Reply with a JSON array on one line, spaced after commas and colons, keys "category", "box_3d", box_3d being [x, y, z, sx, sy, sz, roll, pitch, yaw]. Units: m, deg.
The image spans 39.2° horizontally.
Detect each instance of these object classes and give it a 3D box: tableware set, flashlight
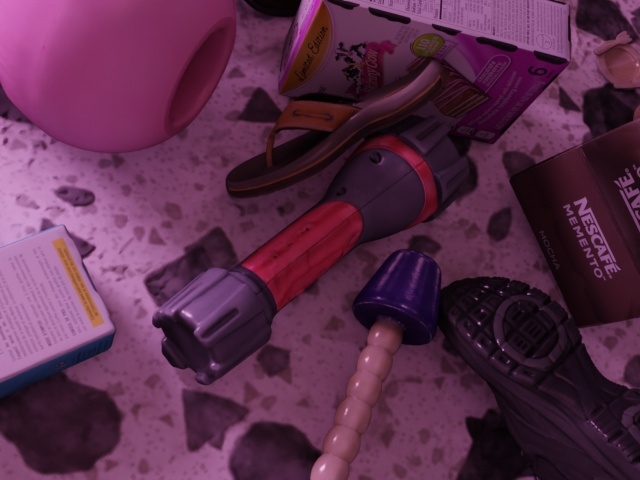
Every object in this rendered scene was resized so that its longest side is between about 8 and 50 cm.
[{"category": "tableware set", "box_3d": [0.390, -0.167, 1.011, 0.141, 0.020, 0.168, -12, 73, -22]}, {"category": "flashlight", "box_3d": [0.000, 0.000, 0.768, 0.103, 0.103, 0.304, 25, 50, 37]}]

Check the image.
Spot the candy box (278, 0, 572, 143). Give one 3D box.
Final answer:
[{"category": "candy box", "box_3d": [0.093, -0.178, 0.844, 0.234, 0.159, 0.071, 12, 65, -12]}]

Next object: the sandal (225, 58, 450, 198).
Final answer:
[{"category": "sandal", "box_3d": [0.008, -0.108, 0.791, 0.219, 0.090, 0.060, -28, 109, 12]}]

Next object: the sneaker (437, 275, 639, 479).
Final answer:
[{"category": "sneaker", "box_3d": [0.199, 0.147, 0.777, 0.109, 0.130, 0.286, -24, 55, -34]}]

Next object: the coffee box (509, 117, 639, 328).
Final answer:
[{"category": "coffee box", "box_3d": [0.359, -0.050, 0.887, 0.297, 0.119, 0.168, -24, 88, -24]}]

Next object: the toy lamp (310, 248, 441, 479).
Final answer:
[{"category": "toy lamp", "box_3d": [0.036, 0.131, 0.748, 0.080, 0.080, 0.274, 26, 65, -6]}]

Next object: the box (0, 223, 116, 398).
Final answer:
[{"category": "box", "box_3d": [-0.287, 0.083, 0.673, 0.244, 0.060, 0.100, -23, 77, -24]}]

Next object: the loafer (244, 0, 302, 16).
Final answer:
[{"category": "loafer", "box_3d": [0.012, -0.295, 0.910, 0.220, 0.078, 0.080, -26, 79, -25]}]

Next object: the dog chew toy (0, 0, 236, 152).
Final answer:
[{"category": "dog chew toy", "box_3d": [-0.238, -0.214, 0.739, 0.332, 0.206, 0.206, 30, 63, 4]}]
